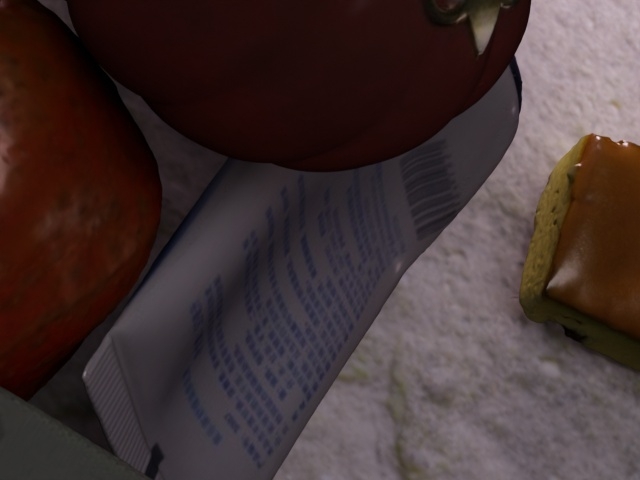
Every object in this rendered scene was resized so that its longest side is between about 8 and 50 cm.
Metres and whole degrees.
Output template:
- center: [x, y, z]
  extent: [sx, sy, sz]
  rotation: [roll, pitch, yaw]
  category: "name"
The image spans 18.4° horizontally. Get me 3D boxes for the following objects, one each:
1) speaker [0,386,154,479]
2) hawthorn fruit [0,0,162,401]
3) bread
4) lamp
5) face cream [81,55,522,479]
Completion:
- center: [-0.090, 0.257, 0.974]
  extent: [0.406, 0.184, 0.183]
  rotation: [33, 36, -9]
  category: "speaker"
- center: [-0.232, 0.014, 1.031]
  extent: [0.254, 0.254, 0.300]
  rotation: [36, 57, -14]
  category: "hawthorn fruit"
- center: [0.306, 0.053, 1.416]
  extent: [0.361, 0.077, 0.138]
  rotation: [25, 65, -20]
  category: "bread"
- center: [-0.014, -0.186, 1.045]
  extent: [0.303, 0.257, 0.303]
  rotation: [15, 70, -46]
  category: "lamp"
- center: [0.000, 0.000, 1.211]
  extent: [0.420, 0.137, 0.235]
  rotation: [-57, 149, -32]
  category: "face cream"
